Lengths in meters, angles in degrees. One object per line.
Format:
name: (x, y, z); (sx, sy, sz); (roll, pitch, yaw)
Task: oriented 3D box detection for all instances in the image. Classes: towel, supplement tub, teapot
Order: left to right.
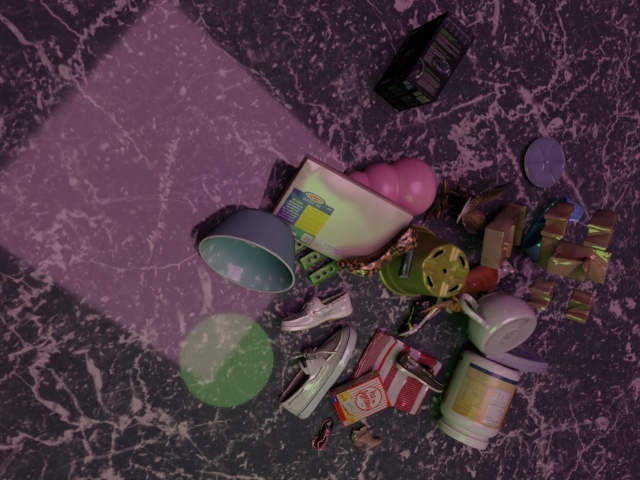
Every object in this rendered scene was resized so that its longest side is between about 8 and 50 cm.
towel: (0.288, 0.505, 1.961); (0.329, 0.037, 0.237); (30, 87, -20)
supplement tub: (0.594, 0.600, 1.976); (0.228, 0.228, 0.316); (23, 89, -20)
teapot: (0.622, 0.272, 1.857); (0.252, 0.187, 0.256); (-21, 138, -7)

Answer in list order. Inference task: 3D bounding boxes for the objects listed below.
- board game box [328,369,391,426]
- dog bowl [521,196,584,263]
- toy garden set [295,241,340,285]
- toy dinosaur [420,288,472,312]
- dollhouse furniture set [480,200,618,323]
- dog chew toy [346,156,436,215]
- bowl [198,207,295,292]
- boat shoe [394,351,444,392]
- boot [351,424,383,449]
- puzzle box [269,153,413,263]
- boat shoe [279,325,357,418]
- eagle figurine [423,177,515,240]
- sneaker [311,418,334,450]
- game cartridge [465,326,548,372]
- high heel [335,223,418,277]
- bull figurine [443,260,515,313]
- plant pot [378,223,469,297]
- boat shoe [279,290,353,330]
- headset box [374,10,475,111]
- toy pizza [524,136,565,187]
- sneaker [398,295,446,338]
board game box: (0.144, 0.573, 1.888); (0.193, 0.045, 0.146); (-24, 112, -5)
dog bowl: (0.910, -0.049, 2.054); (0.074, 0.166, 0.297); (39, 83, -7)
toy garden set: (0.000, 0.000, 1.798); (0.204, 0.049, 0.244); (-31, 104, -12)
toy dinosaur: (0.483, 0.230, 1.889); (0.211, 0.064, 0.112); (8, 103, -14)
dollhouse furniture set: (0.813, 0.026, 1.847); (0.256, 0.394, 0.362); (-34, 131, -45)
dog chew toy: (0.222, -0.179, 1.780); (0.332, 0.206, 0.206); (-4, 97, -11)
bowl: (-0.204, 0.015, 1.620); (0.311, 0.311, 0.163); (31, 57, -20)
boat shoe: (0.381, 0.490, 1.929); (0.228, 0.081, 0.068); (33, 92, -19)
boot: (0.173, 0.731, 1.944); (0.118, 0.042, 0.087); (-12, 98, -18)
puzzle box: (0.060, -0.075, 1.694); (0.409, 0.052, 0.272); (27, 116, -19)
boat shoe: (-0.028, 0.431, 1.802); (0.156, 0.136, 0.367); (34, 94, -16)
eagle figurine: (0.564, -0.134, 1.907); (0.298, 0.226, 0.225); (12, 72, -15)
sneaker: (0.017, 0.706, 1.878); (0.047, 0.057, 0.119); (34, 84, -18)
game cartridge: (0.731, 0.428, 2.020); (0.297, 0.198, 0.062); (18, 102, -21)
high heel: (0.184, 0.024, 1.689); (0.261, 0.093, 0.186); (4, 113, -8)
bull figurine: (0.605, 0.173, 1.997); (0.310, 0.101, 0.188); (-10, 101, -16)
plant pot: (0.376, 0.087, 1.828); (0.276, 0.254, 0.276); (-2, 96, -18)
boat shoe: (-0.020, 0.238, 1.795); (0.277, 0.098, 0.096); (-15, 101, -27)
headset box: (0.348, -0.598, 1.743); (0.131, 0.246, 0.283); (34, 85, -20)
toy pizza: (0.892, -0.312, 2.080); (0.201, 0.032, 0.201); (-2, 96, -20)
sneaker: (0.365, 0.272, 1.953); (0.235, 0.084, 0.097); (-39, 83, -12)
